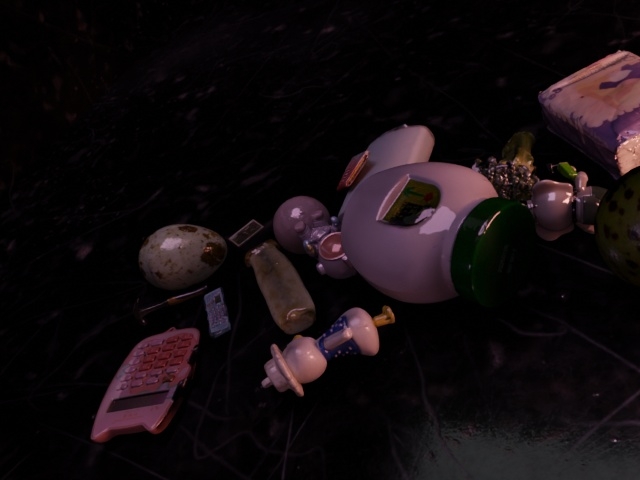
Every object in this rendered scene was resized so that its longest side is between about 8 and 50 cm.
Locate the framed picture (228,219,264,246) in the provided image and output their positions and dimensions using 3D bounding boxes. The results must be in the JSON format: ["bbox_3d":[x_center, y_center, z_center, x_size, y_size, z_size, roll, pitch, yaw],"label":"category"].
[{"bbox_3d":[-0.201,-0.020,2.024,0.089,0.006,0.066,-39,36,-14],"label":"framed picture"}]

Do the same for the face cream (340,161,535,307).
[{"bbox_3d":[0.229,-0.015,1.518,0.357,0.219,0.312,21,69,43],"label":"face cream"}]

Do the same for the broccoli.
[{"bbox_3d":[0.429,-0.166,1.676,0.165,0.145,0.304,-2,30,28],"label":"broccoli"}]

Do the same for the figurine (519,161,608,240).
[{"bbox_3d":[0.492,-0.070,1.494,0.193,0.147,0.126,-3,26,14],"label":"figurine"}]

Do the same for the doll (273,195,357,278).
[{"bbox_3d":[0.000,0.000,1.751,0.151,0.151,0.287,-37,41,-12],"label":"doll"}]

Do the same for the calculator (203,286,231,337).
[{"bbox_3d":[-0.251,0.173,1.802,0.057,0.018,0.172,-26,33,2],"label":"calculator"}]

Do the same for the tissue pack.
[{"bbox_3d":[0.666,-0.282,1.645,0.242,0.125,0.343,-28,32,2],"label":"tissue pack"}]

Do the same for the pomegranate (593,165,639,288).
[{"bbox_3d":[0.589,0.016,1.264,0.243,0.242,0.305,-4,73,32],"label":"pomegranate"}]

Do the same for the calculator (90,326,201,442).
[{"bbox_3d":[-0.379,0.316,1.685,0.220,0.048,0.329,-14,34,22],"label":"calculator"}]

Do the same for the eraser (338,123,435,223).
[{"bbox_3d":[0.167,-0.156,1.849,0.189,0.104,0.290,-13,37,35],"label":"eraser"}]

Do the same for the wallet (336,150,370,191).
[{"bbox_3d":[0.080,-0.175,1.901,0.103,0.020,0.196,-60,7,-3],"label":"wallet"}]

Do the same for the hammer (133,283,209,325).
[{"bbox_3d":[-0.376,0.151,1.878,0.201,0.078,0.021,-21,37,1],"label":"hammer"}]

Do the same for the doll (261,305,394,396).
[{"bbox_3d":[0.012,0.212,1.478,0.293,0.119,0.138,-30,-9,-2],"label":"doll"}]

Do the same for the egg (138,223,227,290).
[{"bbox_3d":[-0.351,0.039,1.913,0.231,0.169,0.169,-13,36,7],"label":"egg"}]

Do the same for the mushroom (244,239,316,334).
[{"bbox_3d":[-0.093,0.103,1.730,0.100,0.081,0.312,-33,38,-1],"label":"mushroom"}]
